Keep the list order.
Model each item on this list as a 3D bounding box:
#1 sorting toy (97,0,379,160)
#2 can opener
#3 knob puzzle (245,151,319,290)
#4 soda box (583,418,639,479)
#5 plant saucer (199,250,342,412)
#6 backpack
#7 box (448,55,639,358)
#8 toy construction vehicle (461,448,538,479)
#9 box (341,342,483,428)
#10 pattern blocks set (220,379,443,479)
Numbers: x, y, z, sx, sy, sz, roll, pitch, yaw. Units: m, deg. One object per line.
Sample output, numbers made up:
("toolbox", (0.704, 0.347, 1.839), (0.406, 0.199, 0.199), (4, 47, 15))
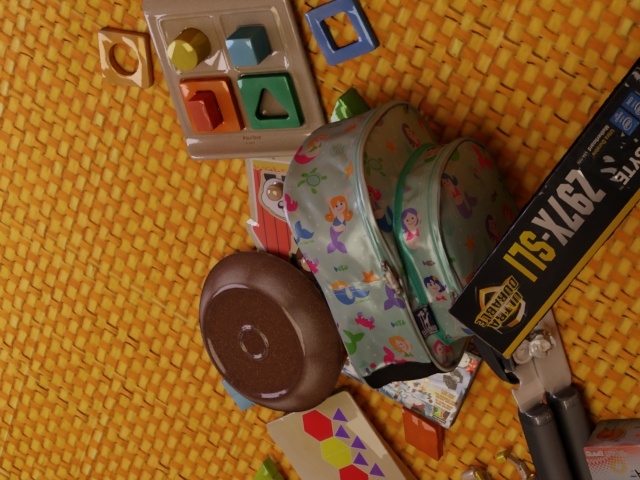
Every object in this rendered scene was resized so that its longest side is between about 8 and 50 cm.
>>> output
("sorting toy", (-0.097, -0.175, 1.893), (0.348, 0.047, 0.196), (-1, 116, 30))
("can opener", (0.239, 0.182, 1.906), (0.093, 0.074, 0.280), (16, 130, 64))
("knob puzzle", (0.000, 0.000, 1.951), (0.213, 0.030, 0.213), (14, 123, 22))
("soda box", (0.370, 0.221, 1.849), (0.183, 0.058, 0.063), (-6, 113, 33))
("plant saucer", (-0.066, 0.110, 2.013), (0.199, 0.036, 0.198), (16, 120, 30))
("backpack", (0.083, -0.009, 1.773), (0.191, 0.225, 0.253), (-22, 108, 33))
("box", (0.262, -0.072, 1.615), (0.079, 0.257, 0.322), (39, 128, 5))
("toy construction vehicle", (0.210, 0.284, 1.997), (0.098, 0.035, 0.086), (52, 139, -3))
("box", (0.101, 0.133, 1.956), (0.137, 0.027, 0.094), (28, 112, 13))
("pattern blocks set", (0.034, 0.262, 2.083), (0.285, 0.026, 0.325), (-17, 107, 35))
